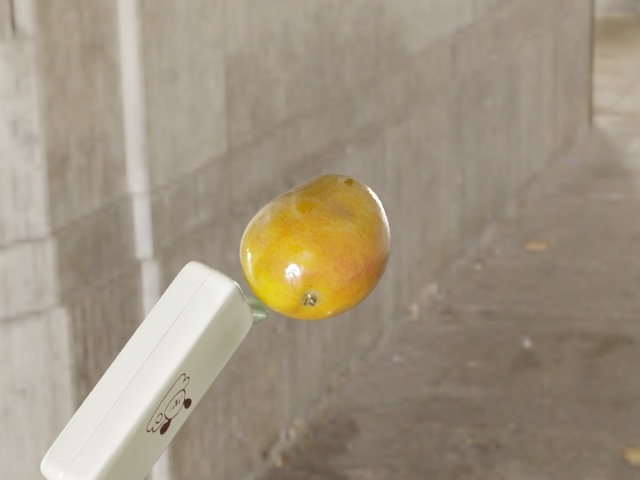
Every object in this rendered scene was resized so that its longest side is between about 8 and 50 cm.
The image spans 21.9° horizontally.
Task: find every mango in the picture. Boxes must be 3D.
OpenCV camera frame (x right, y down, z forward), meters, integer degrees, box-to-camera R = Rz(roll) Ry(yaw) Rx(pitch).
[{"bbox_3d":[0.004,0.004,1.821,0.151,0.120,0.221,37,39,13],"label":"mango"}]

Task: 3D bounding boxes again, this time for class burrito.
[{"bbox_3d":[-0.126,0.100,2.340,0.118,0.044,0.074,-5,0,6],"label":"burrito"}]

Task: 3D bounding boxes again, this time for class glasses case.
[{"bbox_3d":[-0.201,0.179,1.965,0.070,0.313,0.131,29,-17,22],"label":"glasses case"}]
